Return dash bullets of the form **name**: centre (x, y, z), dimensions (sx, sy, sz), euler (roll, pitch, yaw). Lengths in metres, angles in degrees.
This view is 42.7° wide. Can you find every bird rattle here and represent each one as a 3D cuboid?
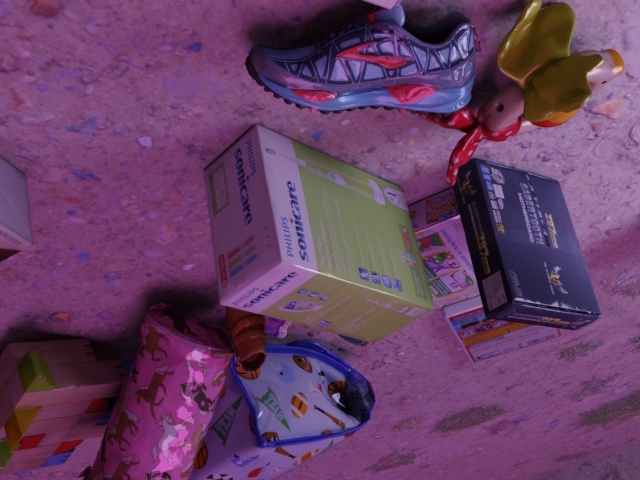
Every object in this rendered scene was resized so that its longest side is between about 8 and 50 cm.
- **bird rattle**: centre (0.259, -0.163, 1.002), dimensions (0.206, 0.143, 0.253), euler (-13, 156, -31)

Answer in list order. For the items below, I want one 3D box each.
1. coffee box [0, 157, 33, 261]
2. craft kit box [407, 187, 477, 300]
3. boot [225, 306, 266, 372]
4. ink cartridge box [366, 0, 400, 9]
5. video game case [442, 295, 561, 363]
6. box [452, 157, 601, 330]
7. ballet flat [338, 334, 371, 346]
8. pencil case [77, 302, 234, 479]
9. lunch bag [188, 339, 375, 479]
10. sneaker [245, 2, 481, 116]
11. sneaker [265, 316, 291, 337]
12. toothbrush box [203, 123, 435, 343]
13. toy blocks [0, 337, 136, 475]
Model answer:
- **coffee box**: centre (-0.513, -0.008, 0.955), dimensions (0.297, 0.119, 0.168), euler (-26, 146, 12)
- **craft kit box**: centre (0.163, 0.029, 1.338), dimensions (0.246, 0.061, 0.250), euler (-25, 146, 15)
- **boot**: centre (-0.113, 0.104, 1.264), dimensions (0.072, 0.152, 0.197), euler (-9, 149, -6)
- **ink cartridge box**: centre (0.035, -0.290, 0.777), dimensions (0.135, 0.056, 0.099), euler (9, 143, -30)
- **video game case**: centre (0.374, 0.168, 1.660), dimensions (0.204, 0.025, 0.285), euler (-19, 148, 12)
- **box**: centre (0.293, 0.006, 1.172), dimensions (0.183, 0.233, 0.059), euler (11, 147, -33)
- **ballet flat**: centre (0.019, 0.087, 1.262), dimensions (0.079, 0.221, 0.077), euler (6, 112, -53)
- **pencil case**: centre (-0.273, 0.300, 1.351), dimensions (0.167, 0.160, 0.386), euler (20, 99, -23)
- **lunch bag**: centre (-0.120, 0.348, 1.567), dimensions (0.328, 0.239, 0.385), euler (-35, 152, 30)
- **sneaker**: centre (0.048, -0.214, 0.895), dimensions (0.261, 0.104, 0.125), euler (-2, 125, -16)
- **sneaker**: centre (-0.085, 0.122, 1.389), dimensions (0.071, 0.068, 0.170), euler (1, 147, -11)
- **toothbrush box**: centre (0.000, 0.000, 1.088), dimensions (0.283, 0.206, 0.122), euler (20, 137, -42)
- **toy blocks**: centre (-0.469, 0.296, 1.455), dimensions (0.261, 0.191, 0.381), euler (3, 138, -46)
